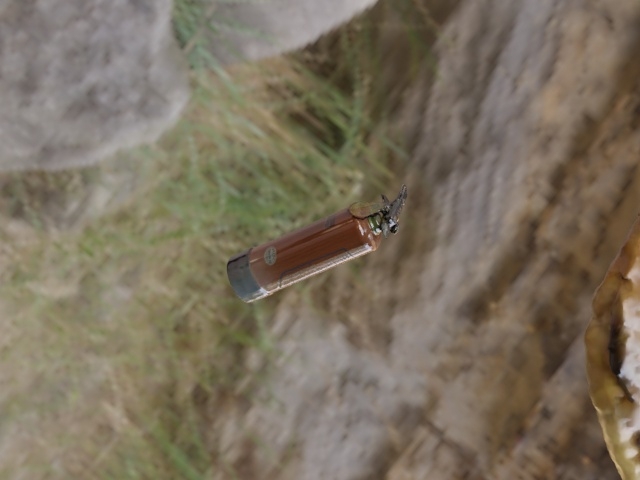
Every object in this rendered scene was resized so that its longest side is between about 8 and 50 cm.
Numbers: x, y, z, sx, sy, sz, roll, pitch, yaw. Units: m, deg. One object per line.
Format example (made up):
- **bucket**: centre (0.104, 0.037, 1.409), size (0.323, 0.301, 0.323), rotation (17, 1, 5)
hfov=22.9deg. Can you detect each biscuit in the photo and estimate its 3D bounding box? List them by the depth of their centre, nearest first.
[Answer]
- **biscuit**: centre (0.163, 0.081, 0.630), size (0.118, 0.029, 0.247), rotation (-51, 130, -31)

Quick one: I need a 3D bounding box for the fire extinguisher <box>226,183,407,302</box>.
- **fire extinguisher**: centre (0.000, 0.000, 0.661), size (0.083, 0.022, 0.028), rotation (-24, -138, 25)
